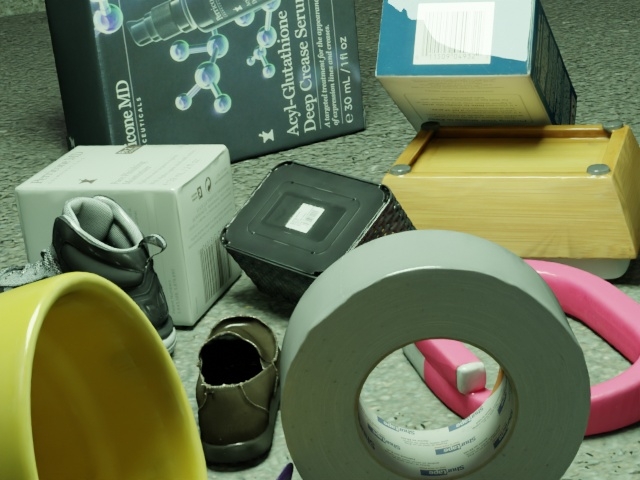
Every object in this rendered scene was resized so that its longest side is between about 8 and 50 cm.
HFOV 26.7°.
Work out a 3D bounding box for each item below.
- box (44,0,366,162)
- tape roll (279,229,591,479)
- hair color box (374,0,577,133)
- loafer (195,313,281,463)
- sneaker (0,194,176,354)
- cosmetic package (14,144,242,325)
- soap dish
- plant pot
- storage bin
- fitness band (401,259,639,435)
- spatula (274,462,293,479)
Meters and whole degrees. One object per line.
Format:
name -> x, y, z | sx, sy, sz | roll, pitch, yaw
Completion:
box -> -0.162, -0.275, 1.906 | 0.395, 0.293, 0.212 | -16, 23, -24
tape roll -> 0.080, 0.106, 0.970 | 0.219, 0.219, 0.072 | -6, 23, 0
hair color box -> 0.194, -0.182, 1.597 | 0.174, 0.105, 0.347 | 2, -13, 18
loafer -> -0.069, 0.111, 1.186 | 0.080, 0.078, 0.220 | -6, 21, -2
sneaker -> -0.264, 0.026, 1.315 | 0.269, 0.153, 0.101 | 10, 22, 16
cosmetic package -> -0.198, -0.009, 1.426 | 0.184, 0.151, 0.151 | 1, 21, 17
soap dish -> 0.210, -0.050, 1.479 | 0.291, 0.118, 0.229 | 1, 22, 19
plant pot -> -0.229, 0.170, 0.879 | 0.239, 0.254, 0.254 | -15, 19, 15
storage bin -> 0.000, 0.000, 1.379 | 0.180, 0.084, 0.122 | 17, 62, 46
fitness band -> 0.192, 0.087, 1.220 | 0.209, 0.054, 0.291 | -11, 23, -13
spatula -> -0.055, 0.249, 0.860 | 0.030, 0.084, 0.296 | 16, 29, -1
